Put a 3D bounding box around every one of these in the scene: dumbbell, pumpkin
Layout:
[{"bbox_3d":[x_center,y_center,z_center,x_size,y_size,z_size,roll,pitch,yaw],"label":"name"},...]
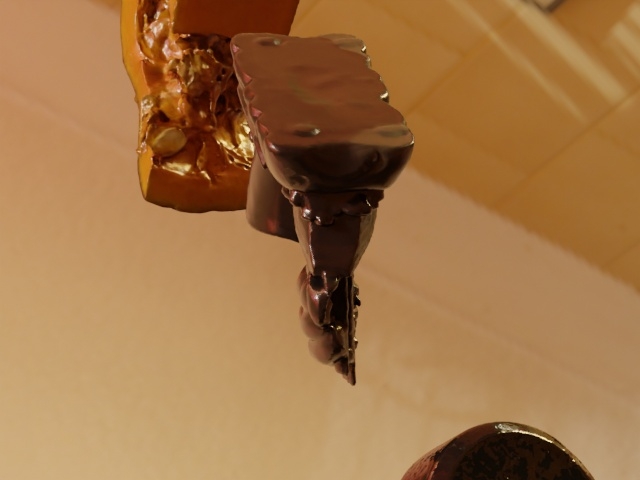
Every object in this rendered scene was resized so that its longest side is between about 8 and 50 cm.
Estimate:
[{"bbox_3d":[0.079,0.223,1.240,0.152,0.218,0.152,14,-120,-25],"label":"dumbbell"},{"bbox_3d":[-0.096,-0.186,1.774,0.139,0.190,0.281,8,-128,-29],"label":"pumpkin"}]

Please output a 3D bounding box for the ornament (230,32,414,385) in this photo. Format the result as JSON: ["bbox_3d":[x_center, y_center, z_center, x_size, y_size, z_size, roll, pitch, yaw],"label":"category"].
[{"bbox_3d":[0.000,0.000,1.360,0.106,0.260,0.251,-5,-154,-6],"label":"ornament"}]
